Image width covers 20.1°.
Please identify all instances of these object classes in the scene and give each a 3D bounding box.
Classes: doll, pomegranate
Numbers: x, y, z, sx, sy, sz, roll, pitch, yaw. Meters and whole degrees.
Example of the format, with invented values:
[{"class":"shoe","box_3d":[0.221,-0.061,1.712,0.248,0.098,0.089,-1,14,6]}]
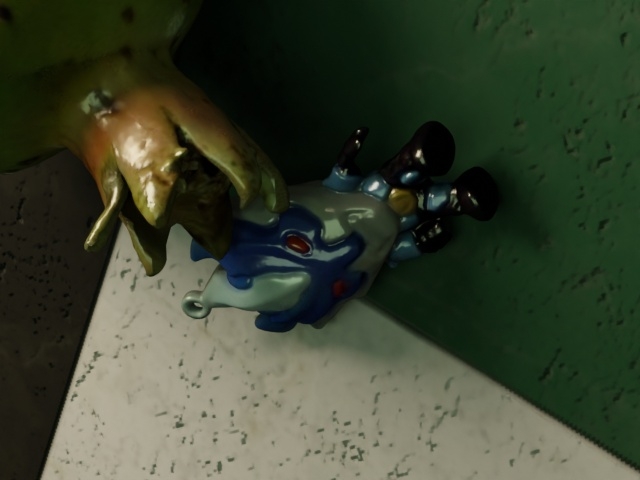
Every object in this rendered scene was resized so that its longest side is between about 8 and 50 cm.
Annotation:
[{"class":"doll","box_3d":[0.000,0.000,0.956,0.195,0.070,0.096,-27,117,32]},{"class":"pomegranate","box_3d":[-0.160,-0.107,0.933,0.231,0.231,0.286,-21,80,35]}]
